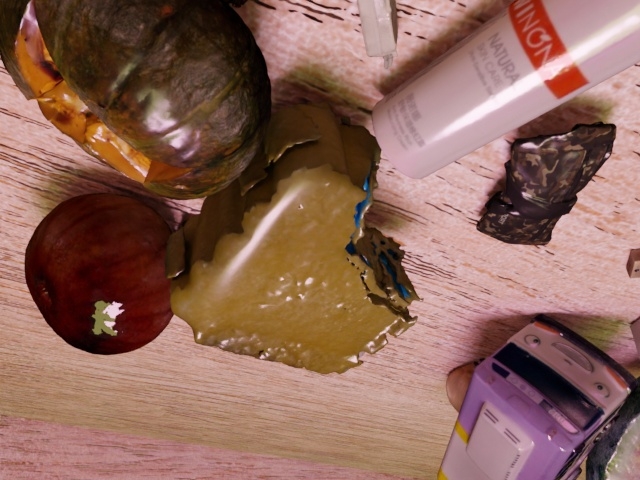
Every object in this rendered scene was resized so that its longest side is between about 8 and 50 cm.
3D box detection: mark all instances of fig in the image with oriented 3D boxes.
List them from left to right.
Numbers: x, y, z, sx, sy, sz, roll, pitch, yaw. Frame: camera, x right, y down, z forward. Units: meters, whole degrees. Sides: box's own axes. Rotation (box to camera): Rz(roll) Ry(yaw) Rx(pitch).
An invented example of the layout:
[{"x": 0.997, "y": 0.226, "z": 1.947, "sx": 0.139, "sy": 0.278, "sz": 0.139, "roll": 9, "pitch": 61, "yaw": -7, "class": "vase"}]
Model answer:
[{"x": -0.300, "y": 0.047, "z": 0.700, "sx": 0.235, "sy": 0.234, "sz": 0.214, "roll": -8, "pitch": -179, "yaw": 18, "class": "fig"}]

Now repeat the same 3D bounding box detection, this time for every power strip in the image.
[{"x": 0.042, "y": -0.223, "z": 0.404, "sx": 0.030, "sy": 0.047, "sz": 0.191, "roll": -1, "pitch": 145, "yaw": 16, "class": "power strip"}]

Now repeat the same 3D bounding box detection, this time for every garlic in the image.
[{"x": 0.369, "y": 0.380, "z": 1.191, "sx": 0.128, "sy": 0.115, "sz": 0.206, "roll": -9, "pitch": 141, "yaw": 29, "class": "garlic"}]

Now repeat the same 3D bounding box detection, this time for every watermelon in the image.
[{"x": 0.716, "y": 0.398, "z": 0.966, "sx": 0.387, "sy": 0.258, "sz": 0.228, "roll": -51, "pitch": 160, "yaw": 6, "class": "watermelon"}]

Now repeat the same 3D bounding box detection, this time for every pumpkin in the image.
[{"x": -0.150, "y": -0.144, "z": 0.429, "sx": 0.238, "sy": 0.159, "sz": 0.238, "roll": 33, "pitch": 164, "yaw": 11, "class": "pumpkin"}]

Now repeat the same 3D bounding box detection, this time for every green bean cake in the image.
[{"x": 0.000, "y": 0.000, "z": 0.610, "sx": 0.310, "sy": 0.202, "sz": 0.285, "roll": 30, "pitch": 120, "yaw": -34, "class": "green bean cake"}]

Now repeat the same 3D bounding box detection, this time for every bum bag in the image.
[{"x": 0.264, "y": -0.057, "z": 0.602, "sx": 0.102, "sy": 0.069, "sz": 0.248, "roll": -12, "pitch": 147, "yaw": -3, "class": "bum bag"}]

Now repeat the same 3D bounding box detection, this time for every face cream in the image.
[{"x": 0.202, "y": -0.169, "z": 0.417, "sx": 0.102, "sy": 0.101, "sz": 0.346, "roll": 30, "pitch": 139, "yaw": -32, "class": "face cream"}]

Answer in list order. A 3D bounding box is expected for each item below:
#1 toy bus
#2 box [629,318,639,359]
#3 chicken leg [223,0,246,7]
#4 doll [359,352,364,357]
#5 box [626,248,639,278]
[{"x": 0.393, "y": 0.384, "z": 0.958, "sx": 0.250, "sy": 0.209, "sz": 0.439, "roll": -23, "pitch": 135, "yaw": -28, "class": "toy bus"}, {"x": 0.631, "y": 0.211, "z": 0.787, "sx": 0.106, "sy": 0.251, "sz": 0.203, "roll": 4, "pitch": 146, "yaw": 1, "class": "box"}, {"x": -0.105, "y": -0.229, "z": 0.436, "sx": 0.083, "sy": 0.021, "sz": 0.036, "roll": 8, "pitch": 166, "yaw": -3, "class": "chicken leg"}, {"x": -0.002, "y": 0.118, "z": 0.853, "sx": 0.238, "sy": 0.111, "sz": 0.252, "roll": 9, "pitch": 137, "yaw": -9, "class": "doll"}, {"x": 0.516, "y": 0.032, "z": 0.740, "sx": 0.083, "sy": 0.024, "sz": 0.053, "roll": -7, "pitch": 144, "yaw": 18, "class": "box"}]
